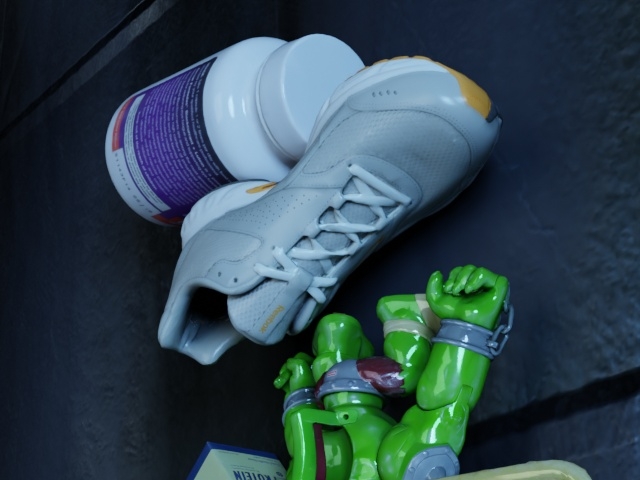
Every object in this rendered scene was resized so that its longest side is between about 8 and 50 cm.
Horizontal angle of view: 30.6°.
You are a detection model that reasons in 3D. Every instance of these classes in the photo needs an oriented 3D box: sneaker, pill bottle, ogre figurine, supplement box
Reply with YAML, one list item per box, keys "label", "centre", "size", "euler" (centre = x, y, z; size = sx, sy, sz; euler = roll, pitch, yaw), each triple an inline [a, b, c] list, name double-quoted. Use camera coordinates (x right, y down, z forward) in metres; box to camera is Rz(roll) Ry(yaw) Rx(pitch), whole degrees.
- label: "sneaker"
  centre: [0.000, 0.000, 0.678]
  size: [0.262, 0.099, 0.121]
  euler: [-35, 26, 41]
- label: "pill bottle"
  centre: [-0.055, -0.076, 0.800]
  size: [0.193, 0.108, 0.108]
  euler: [-14, 65, 49]
- label: "ogre figurine"
  centre: [0.027, 0.095, 0.640]
  size: [0.197, 0.097, 0.118]
  euler: [-13, 53, 36]
- label: "supplement box"
  centre: [-0.051, 0.187, 0.730]
  size: [0.083, 0.056, 0.083]
  euler: [-61, 38, 15]

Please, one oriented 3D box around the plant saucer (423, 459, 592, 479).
- label: "plant saucer"
  centre: [0.010, 0.295, 0.553]
  size: [0.333, 0.081, 0.333]
  euler: [-18, 62, 34]
